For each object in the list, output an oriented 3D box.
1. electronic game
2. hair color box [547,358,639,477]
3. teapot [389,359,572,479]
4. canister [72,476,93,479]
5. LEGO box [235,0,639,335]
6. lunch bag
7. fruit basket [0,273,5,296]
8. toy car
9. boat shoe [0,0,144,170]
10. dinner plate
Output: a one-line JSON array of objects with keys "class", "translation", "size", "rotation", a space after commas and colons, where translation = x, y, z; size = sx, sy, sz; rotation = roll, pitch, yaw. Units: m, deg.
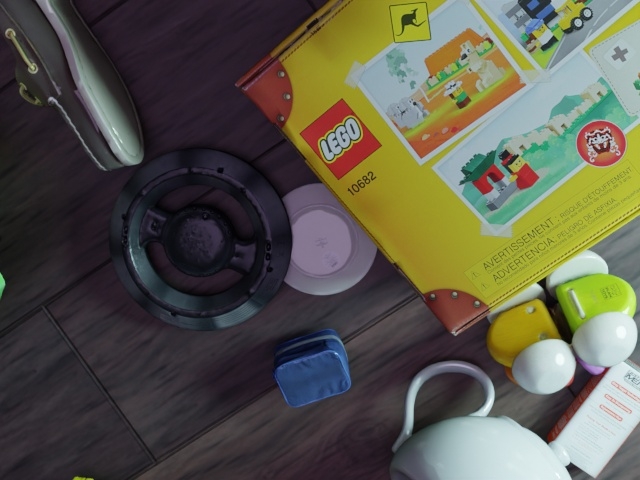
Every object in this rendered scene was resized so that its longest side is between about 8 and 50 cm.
[{"class": "electronic game", "translation": [-0.148, 0.000, 1.543], "size": [0.229, 0.048, 0.229], "rotation": [1, 100, 7]}, {"class": "hair color box", "translation": [0.349, 0.213, 1.537], "size": [0.072, 0.043, 0.141], "rotation": [35, 103, -1]}, {"class": "teapot", "translation": [0.213, 0.297, 1.489], "size": [0.187, 0.252, 0.256], "rotation": [-35, 113, -15]}, {"class": "canister", "translation": [-0.246, 0.383, 1.610], "size": [0.170, 0.073, 0.126], "rotation": [12, 101, 2]}, {"class": "LEGO box", "translation": [0.224, -0.194, 1.323], "size": [0.500, 0.193, 0.372], "rotation": [-37, 97, 29]}, {"class": "lunch bag", "translation": [-0.014, 0.157, 1.551], "size": [0.098, 0.065, 0.067], "rotation": [-17, 114, 7]}, {"class": "fruit basket", "translation": [-0.479, -0.006, 1.465], "size": [0.283, 0.392, 0.392], "rotation": [39, 101, -2]}, {"class": "toy car", "translation": [0.293, 0.112, 1.487], "size": [0.182, 0.159, 0.136], "rotation": [-26, 131, 9]}, {"class": "boat shoe", "translation": [-0.320, -0.219, 1.489], "size": [0.096, 0.116, 0.324], "rotation": [-28, 93, 14]}, {"class": "dinner plate", "translation": [0.000, 0.000, 1.546], "size": [0.141, 0.017, 0.141], "rotation": [1, 102, 5]}]
